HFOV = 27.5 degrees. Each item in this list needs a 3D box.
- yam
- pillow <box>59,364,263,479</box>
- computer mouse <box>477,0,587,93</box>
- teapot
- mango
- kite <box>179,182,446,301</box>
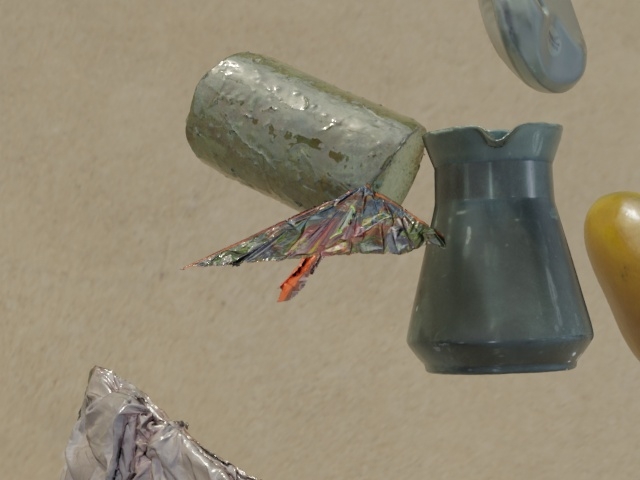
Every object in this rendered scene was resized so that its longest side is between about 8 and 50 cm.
[{"bbox_3d":[-0.012,-0.113,1.553,0.268,0.161,0.161,26,51,26],"label":"yam"},{"bbox_3d":[-0.138,0.209,1.077,0.248,0.135,0.049,29,17,38],"label":"pillow"},{"bbox_3d":[0.244,-0.326,1.658,0.197,0.095,0.331,35,37,-47],"label":"computer mouse"},{"bbox_3d":[0.166,0.008,1.223,0.171,0.203,0.225,-2,87,12],"label":"teapot"},{"bbox_3d":[0.404,0.057,1.518,0.139,0.175,0.254,-36,97,-20],"label":"mango"},{"bbox_3d":[0.000,0.000,1.082,0.189,0.232,0.009,-56,135,-52],"label":"kite"}]
